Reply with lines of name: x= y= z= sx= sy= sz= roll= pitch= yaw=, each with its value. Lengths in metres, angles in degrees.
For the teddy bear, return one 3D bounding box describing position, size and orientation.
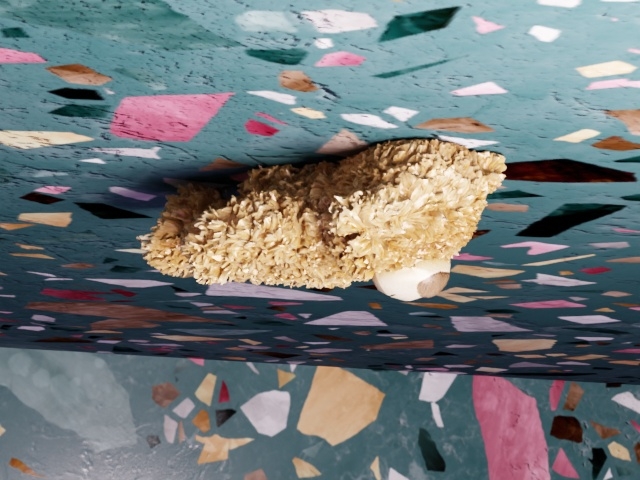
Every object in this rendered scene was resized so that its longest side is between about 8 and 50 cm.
teddy bear: x=0.000 y=0.000 z=1.292 sx=0.338 sy=0.113 sz=0.245 roll=-5 pitch=170 yaw=33
